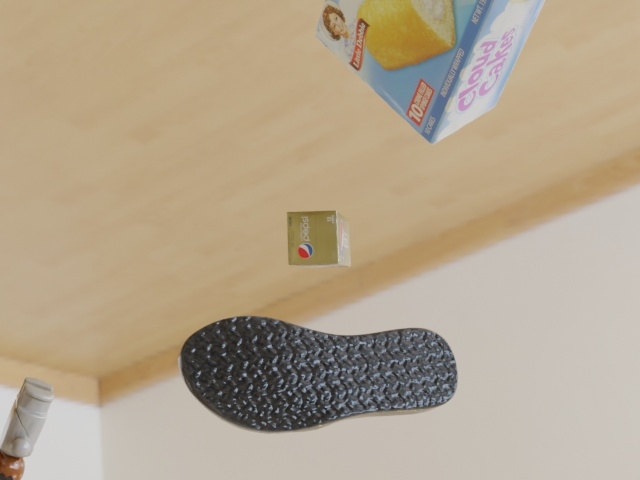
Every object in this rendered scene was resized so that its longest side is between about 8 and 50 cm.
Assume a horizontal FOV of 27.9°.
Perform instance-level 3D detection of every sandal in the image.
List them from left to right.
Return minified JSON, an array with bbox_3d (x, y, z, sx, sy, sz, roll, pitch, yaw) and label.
[{"bbox_3d":[-0.006,0.208,1.904,0.446,0.167,0.107,5,160,-27],"label":"sandal"}]

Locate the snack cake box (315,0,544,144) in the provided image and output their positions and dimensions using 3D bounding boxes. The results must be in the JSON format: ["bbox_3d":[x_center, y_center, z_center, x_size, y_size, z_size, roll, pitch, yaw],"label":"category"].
[{"bbox_3d":[0.100,-0.224,1.003,0.089,0.152,0.264,-32,156,-34],"label":"snack cake box"}]

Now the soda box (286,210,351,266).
[{"bbox_3d":[0.000,0.000,1.502,0.058,0.061,0.181,-2,178,5],"label":"soda box"}]

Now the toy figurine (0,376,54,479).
[{"bbox_3d":[-0.432,0.200,1.467,0.209,0.213,0.148,7,110,-64],"label":"toy figurine"}]
